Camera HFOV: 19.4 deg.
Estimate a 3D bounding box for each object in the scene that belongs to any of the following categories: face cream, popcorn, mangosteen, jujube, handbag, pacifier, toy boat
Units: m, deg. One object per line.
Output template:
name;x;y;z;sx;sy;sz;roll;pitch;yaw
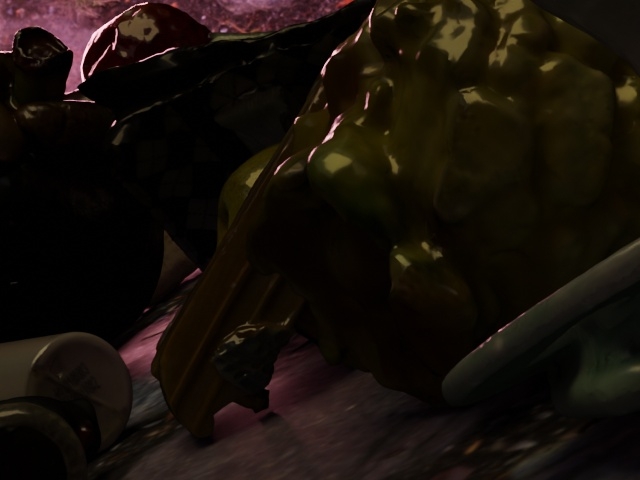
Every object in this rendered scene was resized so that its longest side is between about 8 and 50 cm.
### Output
face cream;-0.262;0.126;1.420;0.092;0.092;0.311;-33;14;-38
popcorn;0.090;-0.033;1.084;0.258;0.224;0.270;-47;21;19
mangosteen;-0.255;-0.026;1.545;0.287;0.287;0.233;-22;51;13
jujube;-0.161;-0.142;2.075;0.174;0.250;0.174;-25;6;3
handbag;0.041;-0.120;1.475;0.416;0.180;0.317;-23;-23;13
pacifier;0.178;-0.052;0.876;0.343;0.269;0.288;-24;-13;-17
toy boat;0.000;0.000;1.251;0.310;0.115;0.089;-60;8;-9

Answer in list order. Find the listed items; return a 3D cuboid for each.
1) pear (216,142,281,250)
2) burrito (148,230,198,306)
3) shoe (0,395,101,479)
pear;-0.017;-0.012;1.369;0.141;0.141;0.104;-27;38;-12
burrito;-0.185;0.042;1.754;0.082;0.059;0.275;-1;24;37
shoe;-0.242;0.158;1.238;0.227;0.099;0.112;-16;6;22
